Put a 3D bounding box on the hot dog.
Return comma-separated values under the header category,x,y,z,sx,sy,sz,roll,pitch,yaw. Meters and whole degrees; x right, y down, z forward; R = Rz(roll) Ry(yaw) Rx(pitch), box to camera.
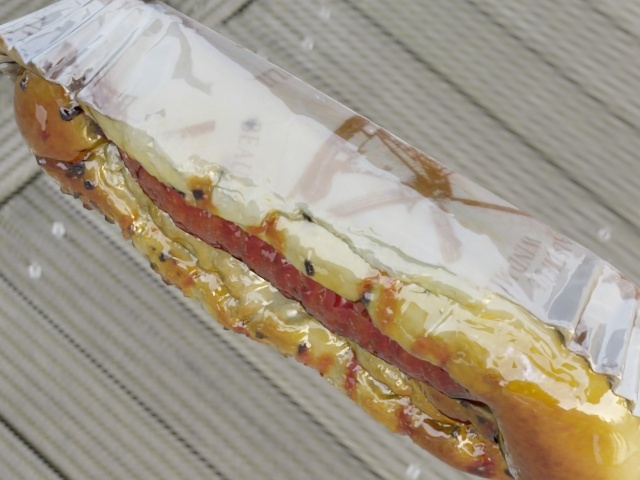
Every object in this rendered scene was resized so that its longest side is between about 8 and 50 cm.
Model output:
category,x,y,z,sx,sy,sz,roll,pitch,yaw
hot dog,0.000,0.000,0.496,0.253,0.131,0.069,33,74,11
